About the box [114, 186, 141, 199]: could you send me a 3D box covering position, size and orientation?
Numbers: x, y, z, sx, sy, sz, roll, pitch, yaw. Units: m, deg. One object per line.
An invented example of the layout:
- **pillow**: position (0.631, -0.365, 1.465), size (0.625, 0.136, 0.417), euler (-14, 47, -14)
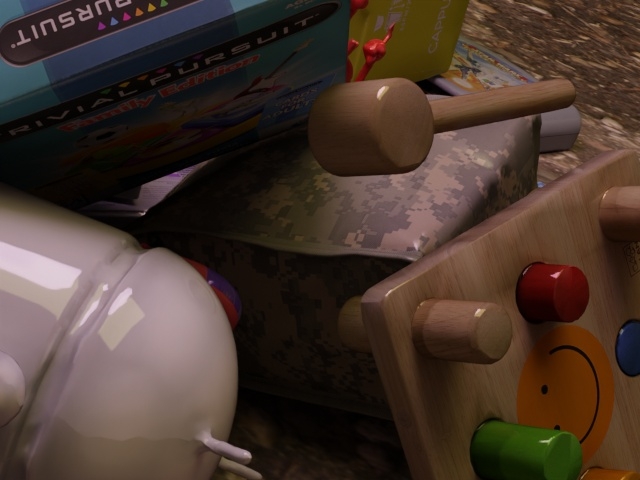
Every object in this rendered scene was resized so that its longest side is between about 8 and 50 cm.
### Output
- **box**: position (-0.179, -0.140, 1.244), size (0.091, 0.170, 0.130), euler (8, 28, -22)

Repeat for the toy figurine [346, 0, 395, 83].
- **toy figurine**: position (0.035, -0.119, 1.408), size (0.217, 0.191, 0.362), euler (41, 4, 23)

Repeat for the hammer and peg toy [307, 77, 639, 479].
- **hammer and peg toy**: position (0.142, 0.047, 0.992), size (0.266, 0.361, 0.127), euler (-28, 18, -36)

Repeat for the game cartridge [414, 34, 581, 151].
- **game cartridge**: position (0.171, -0.198, 1.927), size (0.198, 0.062, 0.297), euler (-14, 40, -44)

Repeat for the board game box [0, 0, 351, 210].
- **board game box**: position (-0.111, -0.113, 1.020), size (0.254, 0.079, 0.336), euler (-21, -7, -3)

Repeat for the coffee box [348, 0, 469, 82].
- **coffee box**: position (-0.036, -0.369, 1.727), size (0.338, 0.337, 0.334), euler (-20, 45, -42)

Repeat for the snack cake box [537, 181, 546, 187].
- **snack cake box**: position (0.174, 0.035, 1.400), size (0.152, 0.089, 0.264), euler (34, 28, 30)

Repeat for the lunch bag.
- **lunch bag**: position (0.000, 0.000, 1.187), size (0.287, 0.169, 0.235), euler (9, 35, 27)

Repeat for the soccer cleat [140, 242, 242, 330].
- **soccer cleat**: position (-0.154, 0.024, 1.083), size (0.248, 0.083, 0.095), euler (0, 39, 32)

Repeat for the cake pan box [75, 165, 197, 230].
- **cake pan box**: position (-0.182, -0.060, 1.362), size (0.267, 0.070, 0.246), euler (-1, 34, -37)

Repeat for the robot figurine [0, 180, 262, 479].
- **robot figurine**: position (-0.199, 0.068, 0.920), size (0.353, 0.200, 0.300), euler (22, 0, 6)
